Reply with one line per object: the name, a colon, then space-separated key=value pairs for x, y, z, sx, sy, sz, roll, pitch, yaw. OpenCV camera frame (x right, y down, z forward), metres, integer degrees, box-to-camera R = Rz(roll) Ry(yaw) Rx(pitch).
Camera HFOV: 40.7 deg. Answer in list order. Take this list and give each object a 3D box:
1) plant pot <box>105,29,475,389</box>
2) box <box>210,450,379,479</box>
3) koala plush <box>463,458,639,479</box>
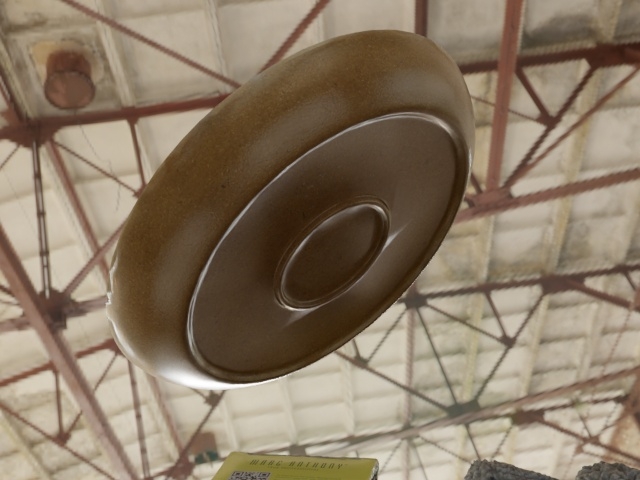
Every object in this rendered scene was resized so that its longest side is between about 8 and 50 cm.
plant pot: x=0.000 y=0.000 z=0.462 sx=0.236 sy=0.032 sz=0.236 roll=-29 pitch=-34 yaw=-22
box: x=-0.009 y=0.232 z=0.457 sx=0.087 sy=0.058 sz=0.232 roll=0 pitch=-80 yaw=13
koala plush: x=0.189 y=0.281 z=0.561 sx=0.203 sy=0.221 sz=0.196 roll=27 pitch=-22 yaw=-15
